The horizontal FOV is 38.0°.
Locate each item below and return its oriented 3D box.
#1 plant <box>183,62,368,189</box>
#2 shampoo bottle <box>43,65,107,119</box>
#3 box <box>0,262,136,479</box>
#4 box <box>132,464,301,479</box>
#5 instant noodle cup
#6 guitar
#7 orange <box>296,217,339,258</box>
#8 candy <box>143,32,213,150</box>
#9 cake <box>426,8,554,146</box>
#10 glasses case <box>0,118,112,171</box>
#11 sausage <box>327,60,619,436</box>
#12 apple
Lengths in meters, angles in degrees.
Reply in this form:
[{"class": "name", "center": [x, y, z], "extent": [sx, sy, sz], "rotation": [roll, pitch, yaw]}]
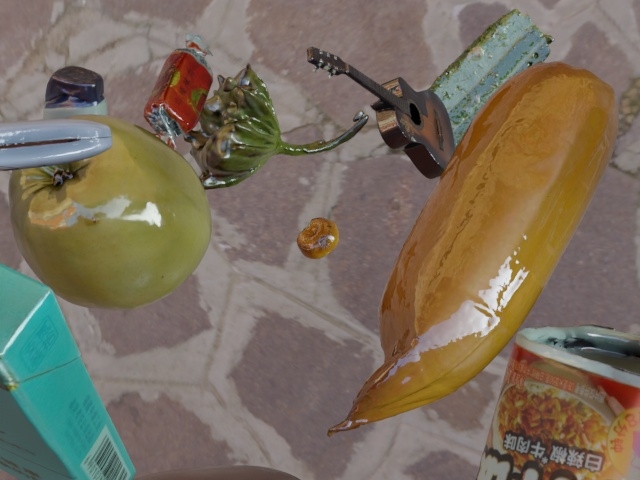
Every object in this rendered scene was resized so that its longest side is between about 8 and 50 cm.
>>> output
[{"class": "plant", "center": [-0.084, -0.173, 1.751], "extent": [0.334, 0.180, 0.251], "rotation": [21, 116, -25]}, {"class": "shampoo bottle", "center": [-0.476, -0.164, 1.811], "extent": [0.134, 0.078, 0.359], "rotation": [16, 127, 14]}, {"class": "box", "center": [-0.179, 0.057, 0.446], "extent": [0.161, 0.226, 0.042], "rotation": [22, 61, 12]}, {"class": "box", "center": [-0.158, 0.424, 1.193], "extent": [0.216, 0.301, 0.300], "rotation": [17, 88, -42]}, {"class": "instant noodle cup", "center": [0.261, 0.246, 0.826], "extent": [0.294, 0.294, 0.307], "rotation": [8, 96, -15]}, {"class": "guitar", "center": [0.059, -0.125, 0.858], "extent": [0.233, 0.025, 0.088], "rotation": [21, 57, -50]}, {"class": "orange", "center": [0.000, 0.000, 1.797], "extent": [0.086, 0.086, 0.062], "rotation": [-52, 129, -7]}, {"class": "candy", "center": [-0.221, -0.228, 1.462], "extent": [0.086, 0.059, 0.292], "rotation": [43, 39, -29]}, {"class": "cake", "center": [0.249, -0.249, 1.449], "extent": [0.100, 0.099, 0.235], "rotation": [46, 103, 2]}, {"class": "glasses case", "center": [-0.281, -0.089, 0.871], "extent": [0.179, 0.067, 0.045], "rotation": [-11, 99, -41]}, {"class": "sausage", "center": [0.111, 0.012, 0.667], "extent": [0.112, 0.112, 0.328], "rotation": [38, 69, -13]}, {"class": "apple", "center": [-0.279, -0.035, 1.213], "extent": [0.263, 0.262, 0.262], "rotation": [-1, 93, -15]}]
